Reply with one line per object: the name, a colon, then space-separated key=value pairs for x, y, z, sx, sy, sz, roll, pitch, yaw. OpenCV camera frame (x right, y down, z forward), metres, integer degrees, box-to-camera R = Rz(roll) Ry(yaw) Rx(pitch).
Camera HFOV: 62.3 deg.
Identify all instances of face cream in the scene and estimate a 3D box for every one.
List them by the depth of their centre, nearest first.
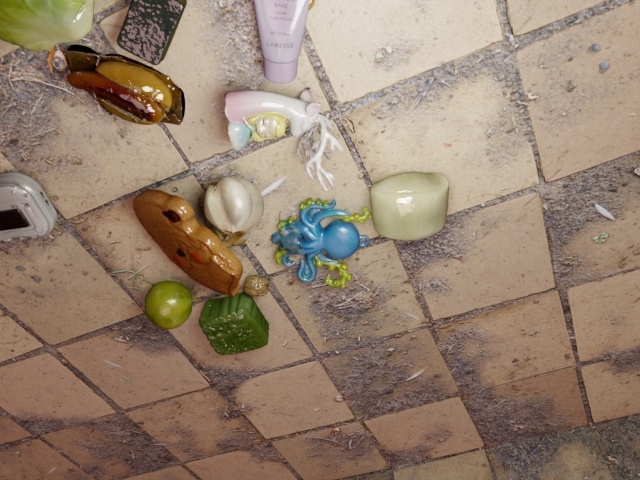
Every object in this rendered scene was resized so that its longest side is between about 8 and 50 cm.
face cream: x=-0.098 y=-0.539 z=1.340 sx=0.154 sy=0.096 sz=0.273 roll=7 pitch=139 yaw=2

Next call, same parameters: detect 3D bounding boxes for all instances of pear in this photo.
pear: x=-0.534 y=0.232 z=1.948 sx=0.216 sy=0.166 sz=0.180 roll=-7 pitch=118 yaw=-23

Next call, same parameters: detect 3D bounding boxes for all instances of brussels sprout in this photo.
brussels sprout: x=-0.688 y=-0.612 z=1.214 sx=0.345 sy=0.267 sz=0.344 roll=-2 pitch=151 yaw=-1

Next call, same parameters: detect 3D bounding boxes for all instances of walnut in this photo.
walnut: x=-0.236 y=0.165 z=1.937 sx=0.096 sy=0.082 sz=0.078 roll=9 pitch=100 yaw=-6

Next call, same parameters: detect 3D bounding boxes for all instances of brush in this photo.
brush: x=-0.436 y=-0.562 z=1.367 sx=0.123 sy=0.059 sz=0.197 roll=24 pitch=125 yaw=-20

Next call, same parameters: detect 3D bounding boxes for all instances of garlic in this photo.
garlic: x=-0.275 y=-0.104 z=1.662 sx=0.185 sy=0.203 sz=0.281 roll=-27 pitch=166 yaw=-16

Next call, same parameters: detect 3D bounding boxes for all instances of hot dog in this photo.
hot dog: x=-0.547 y=-0.401 z=1.465 sx=0.327 sy=0.107 sz=0.194 roll=10 pitch=128 yaw=-8

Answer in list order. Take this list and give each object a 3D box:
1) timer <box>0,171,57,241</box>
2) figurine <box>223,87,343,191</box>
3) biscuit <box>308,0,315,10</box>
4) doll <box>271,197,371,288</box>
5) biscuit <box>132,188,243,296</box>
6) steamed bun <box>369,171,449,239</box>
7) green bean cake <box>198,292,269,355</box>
timer: x=-1.009 y=-0.101 z=1.712 sx=0.262 sy=0.087 sz=0.236 roll=-8 pitch=129 yaw=6
figurine: x=-0.090 y=-0.303 z=1.509 sx=0.316 sy=0.206 sz=0.284 roll=0 pitch=123 yaw=7
biscuit: x=-0.098 y=-0.702 z=1.261 sx=0.377 sy=0.051 sz=0.269 roll=11 pitch=130 yaw=-10
doll: x=0.000 y=0.000 z=1.808 sx=0.342 sy=0.098 sz=0.345 roll=6 pitch=122 yaw=10
biscuit: x=-0.428 y=0.021 z=1.722 sx=0.350 sy=0.078 sz=0.455 roll=-4 pitch=131 yaw=54
steamed bun: x=0.285 y=-0.107 z=1.660 sx=0.251 sy=0.154 sz=0.199 roll=-11 pitch=127 yaw=-10
green bean cake: x=-0.331 y=0.322 z=2.028 sx=0.223 sy=0.124 sz=0.248 roll=-13 pitch=127 yaw=10
